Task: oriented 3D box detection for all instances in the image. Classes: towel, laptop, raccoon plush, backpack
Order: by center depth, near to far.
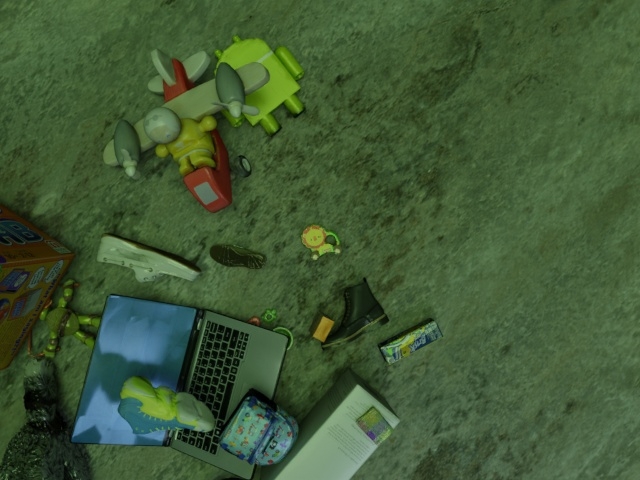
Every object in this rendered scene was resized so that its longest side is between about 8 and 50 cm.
[{"bbox_3d":[-0.142,0.471,1.534,0.173,0.117,0.158,36,86,-4],"label":"backpack"},{"bbox_3d":[0.133,0.452,1.541,0.060,0.009,0.083,-42,97,-4],"label":"towel"},{"bbox_3d":[-0.345,0.370,1.578,0.408,0.236,0.382,14,90,21],"label":"laptop"},{"bbox_3d":[-0.782,0.558,1.624,0.299,0.216,0.446,-17,66,8],"label":"raccoon plush"}]

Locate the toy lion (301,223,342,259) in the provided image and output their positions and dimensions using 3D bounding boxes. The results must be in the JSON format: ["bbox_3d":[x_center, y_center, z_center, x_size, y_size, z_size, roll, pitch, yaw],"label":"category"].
[{"bbox_3d":[0.000,0.000,1.714,0.100,0.034,0.096,-14,84,-4],"label":"toy lion"}]

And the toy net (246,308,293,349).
[{"bbox_3d":[-0.191,0.288,1.693,0.232,0.045,0.122,-35,93,-3],"label":"toy net"}]

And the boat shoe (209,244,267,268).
[{"bbox_3d":[-0.220,0.041,1.696,0.153,0.048,0.056,8,102,3],"label":"boat shoe"}]

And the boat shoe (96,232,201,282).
[{"bbox_3d":[-0.451,0.066,1.653,0.277,0.098,0.096,19,89,5],"label":"boat shoe"}]

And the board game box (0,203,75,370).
[{"bbox_3d":[-0.877,0.093,1.451,0.356,0.356,0.356,33,95,5],"label":"board game box"}]

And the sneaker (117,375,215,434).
[{"bbox_3d":[-0.381,0.424,1.535,0.240,0.091,0.126,30,106,-7],"label":"sneaker"}]

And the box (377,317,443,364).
[{"bbox_3d":[0.243,0.273,1.715,0.169,0.059,0.054,-26,91,-3],"label":"box"}]

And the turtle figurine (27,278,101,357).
[{"bbox_3d":[-0.644,0.201,1.641,0.217,0.087,0.269,19,89,-4],"label":"turtle figurine"}]

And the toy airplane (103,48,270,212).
[{"bbox_3d":[-0.344,-0.302,1.565,0.384,0.272,0.386,25,103,16],"label":"toy airplane"}]

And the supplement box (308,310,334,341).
[{"bbox_3d":[0.001,0.227,1.679,0.036,0.098,0.062,27,87,-7],"label":"supplement box"}]

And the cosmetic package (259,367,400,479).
[{"bbox_3d":[0.016,0.529,1.634,0.155,0.197,0.365,41,89,-5],"label":"cosmetic package"}]

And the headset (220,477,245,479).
[{"bbox_3d":[-0.140,0.781,1.645,0.394,0.185,0.243,44,116,11],"label":"headset"}]

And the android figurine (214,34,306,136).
[{"bbox_3d":[-0.170,-0.419,1.686,0.248,0.056,0.273,-41,93,-2],"label":"android figurine"}]

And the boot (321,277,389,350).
[{"bbox_3d":[0.069,0.201,1.704,0.198,0.077,0.137,-25,87,-16],"label":"boot"}]
